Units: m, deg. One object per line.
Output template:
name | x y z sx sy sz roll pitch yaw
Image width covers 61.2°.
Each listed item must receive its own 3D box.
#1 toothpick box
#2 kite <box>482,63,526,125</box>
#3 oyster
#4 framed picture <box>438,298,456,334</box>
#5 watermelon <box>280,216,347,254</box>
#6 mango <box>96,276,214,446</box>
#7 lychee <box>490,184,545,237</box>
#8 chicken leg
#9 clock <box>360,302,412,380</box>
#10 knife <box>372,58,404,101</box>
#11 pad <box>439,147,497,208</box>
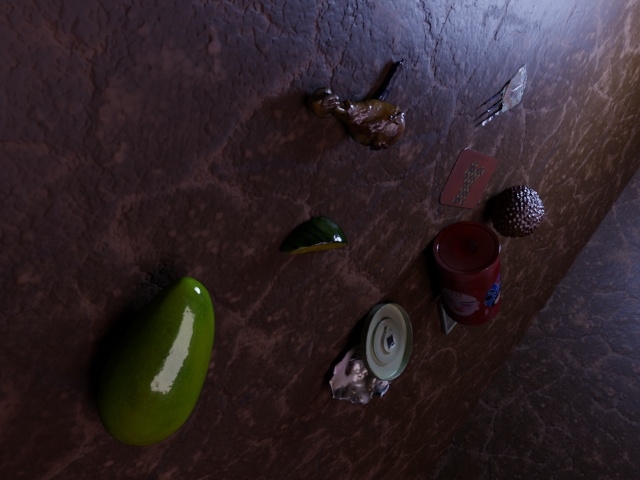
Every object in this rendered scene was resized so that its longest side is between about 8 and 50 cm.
toothpick box | 0.483 0.114 1.765 0.204 0.204 0.333 -45 143 -15
kite | 0.531 -0.413 1.562 0.229 0.016 0.127 -38 139 -28
oyster | 0.123 0.395 1.665 0.222 0.083 0.214 12 88 -29
framed picture | 0.573 0.187 2.085 0.335 0.022 0.247 -44 144 -16
watermelon | 0.008 0.002 1.223 0.181 0.075 0.092 0 121 -51
mango | -0.290 0.218 0.978 0.192 0.156 0.343 -1 115 -59
lychee | 0.671 -0.102 1.842 0.188 0.188 0.188 -30 138 -32
chicken leg | 0.074 -0.252 1.091 0.251 0.087 0.107 10 128 -45
clock | 0.205 0.307 1.644 0.235 0.029 0.235 4 84 -46
knife | 0.145 -0.336 1.161 0.031 0.018 0.121 17 103 -56
pad | 0.459 -0.185 1.667 0.267 0.004 0.181 2 116 -50
